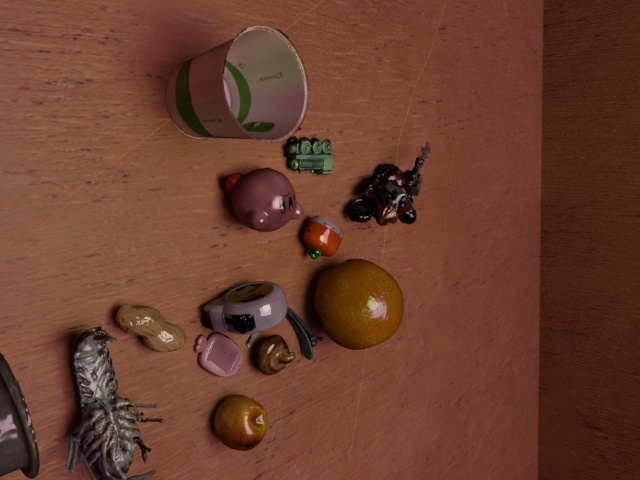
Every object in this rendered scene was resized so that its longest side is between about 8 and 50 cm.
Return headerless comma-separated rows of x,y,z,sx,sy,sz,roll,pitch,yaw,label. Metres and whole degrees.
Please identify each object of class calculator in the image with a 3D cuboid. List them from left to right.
-0.264,0.298,1.535,0.166,0.024,0.103,43,64,-43,calculator

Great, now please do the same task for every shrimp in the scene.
-0.449,0.383,1.256,0.221,0.166,0.410,-18,95,-43,shrimp

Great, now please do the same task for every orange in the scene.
0.113,0.189,1.763,0.274,0.274,0.274,-7,100,-47,orange

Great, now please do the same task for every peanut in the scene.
-0.388,0.202,1.351,0.187,0.082,0.082,48,60,-38,peanut

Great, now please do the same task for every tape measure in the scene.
-0.176,0.180,1.503,0.196,0.178,0.105,-27,115,-43,tape measure

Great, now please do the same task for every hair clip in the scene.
-0.086,0.236,1.719,0.275,0.048,0.083,53,59,-31,hair clip

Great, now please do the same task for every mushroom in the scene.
-0.132,0.318,1.641,0.109,0.085,0.126,-23,130,-14,mushroom

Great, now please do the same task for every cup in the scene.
-0.204,-0.340,1.347,0.253,0.274,0.253,-5,96,-49,cup

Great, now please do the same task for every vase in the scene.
-0.651,0.340,0.971,0.291,0.245,0.245,-17,107,-41,vase

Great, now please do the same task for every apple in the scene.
-0.204,0.481,1.545,0.146,0.146,0.146,-7,100,-47,apple

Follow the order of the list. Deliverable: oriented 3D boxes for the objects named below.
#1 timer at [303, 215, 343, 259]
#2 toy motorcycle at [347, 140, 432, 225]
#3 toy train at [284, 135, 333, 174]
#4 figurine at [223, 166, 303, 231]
0.000,0.000,1.743,0.136,0.099,0.136,-6,101,-34,timer
0.259,-0.175,1.932,0.401,0.207,0.134,-53,158,-35,toy motorcycle
-0.030,-0.243,1.702,0.170,0.071,0.111,-10,109,-47,toy train
-0.144,-0.102,1.515,0.173,0.173,0.173,-7,100,-47,figurine
